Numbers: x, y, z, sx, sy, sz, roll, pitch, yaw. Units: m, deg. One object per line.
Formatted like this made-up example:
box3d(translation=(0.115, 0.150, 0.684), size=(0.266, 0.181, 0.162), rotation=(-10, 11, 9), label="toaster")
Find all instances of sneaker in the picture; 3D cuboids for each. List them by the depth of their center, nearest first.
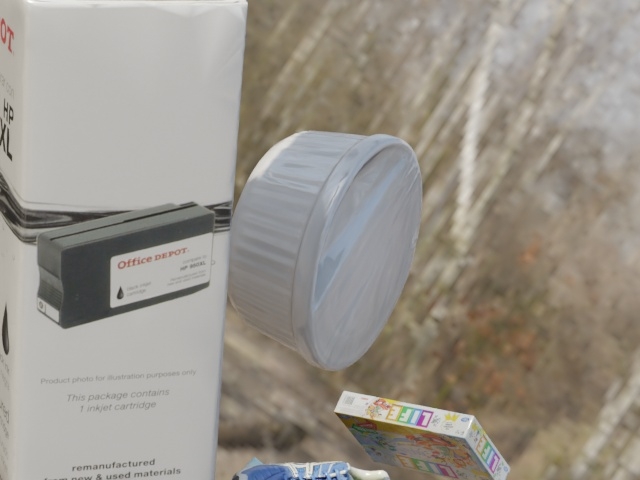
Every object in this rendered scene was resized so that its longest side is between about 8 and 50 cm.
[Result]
box3d(translation=(-0.010, 0.258, 1.932), size=(0.211, 0.081, 0.080), rotation=(7, 56, -52), label="sneaker")

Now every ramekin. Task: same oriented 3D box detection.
box3d(translation=(0.000, 0.000, 2.082), size=(0.127, 0.272, 0.273), rotation=(18, -4, 23), label="ramekin")

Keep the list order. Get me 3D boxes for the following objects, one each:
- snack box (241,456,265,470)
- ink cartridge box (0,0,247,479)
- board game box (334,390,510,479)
box3d(translation=(-0.062, 0.381, 2.176), size=(0.060, 0.187, 0.322), rotation=(39, -5, 30), label="snack box")
box3d(translation=(-0.182, -0.039, 1.437), size=(0.166, 0.394, 0.285), rotation=(-3, 23, -20), label="ink cartridge box")
box3d(translation=(0.101, 0.199, 1.856), size=(0.154, 0.026, 0.103), rotation=(8, -31, 36), label="board game box")
